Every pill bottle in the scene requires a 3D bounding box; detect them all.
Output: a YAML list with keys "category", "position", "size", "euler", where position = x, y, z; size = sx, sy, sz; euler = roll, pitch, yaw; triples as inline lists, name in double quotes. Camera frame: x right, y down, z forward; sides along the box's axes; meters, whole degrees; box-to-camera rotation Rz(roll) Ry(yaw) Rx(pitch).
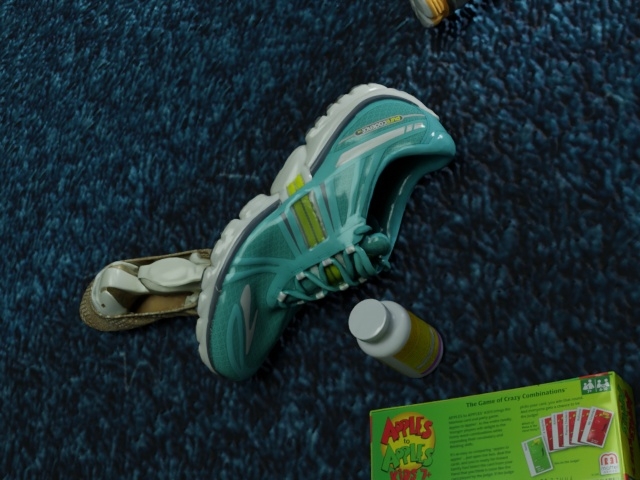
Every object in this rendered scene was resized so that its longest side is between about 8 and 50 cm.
- category: "pill bottle"
  position: [0.055, 0.071, 0.799]
  size: [0.043, 0.083, 0.043]
  euler: [-14, 61, 28]

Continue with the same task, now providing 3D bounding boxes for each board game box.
- category: "board game box"
  position: [0.123, 0.153, 0.739]
  size: [0.181, 0.043, 0.092]
  euler: [-14, 61, 28]

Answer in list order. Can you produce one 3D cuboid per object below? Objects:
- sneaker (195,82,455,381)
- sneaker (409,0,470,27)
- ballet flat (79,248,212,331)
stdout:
- category: "sneaker"
  position: [0.000, 0.000, 0.863]
  size: [0.110, 0.107, 0.275]
  euler: [36, 91, 30]
- category: "sneaker"
  position: [0.093, -0.278, 0.951]
  size: [0.083, 0.084, 0.215]
  euler: [-24, 59, 7]
- category: "ballet flat"
  position: [-0.151, 0.038, 0.965]
  size: [0.206, 0.067, 0.073]
  euler: [-11, 63, 30]
